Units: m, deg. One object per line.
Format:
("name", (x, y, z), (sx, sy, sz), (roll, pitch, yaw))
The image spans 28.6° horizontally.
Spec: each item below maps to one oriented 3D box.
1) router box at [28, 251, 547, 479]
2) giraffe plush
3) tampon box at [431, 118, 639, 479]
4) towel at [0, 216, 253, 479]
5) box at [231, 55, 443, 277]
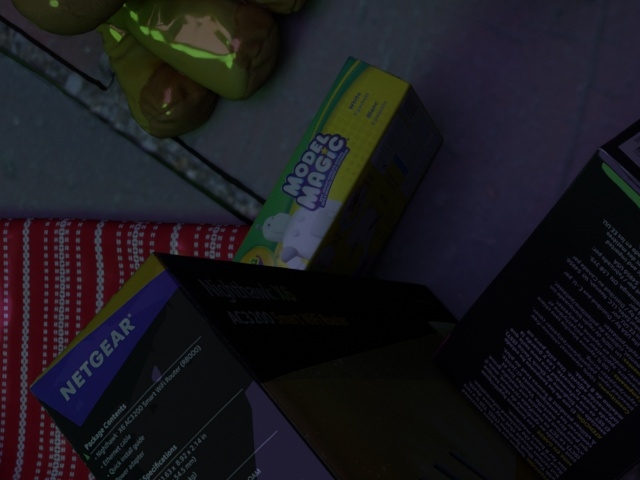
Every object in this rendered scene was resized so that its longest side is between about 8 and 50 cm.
("router box", (0.050, 0.125, 0.559), (0.081, 0.309, 0.243), (-47, 71, 14))
("giraffe plush", (-0.130, -0.173, 0.739), (0.210, 0.170, 0.181), (36, 103, 23))
("tampon box", (0.149, 0.021, 0.558), (0.101, 0.120, 0.161), (47, 140, 14))
("towel", (-0.129, 0.085, 0.802), (0.275, 0.031, 0.199), (2, 87, 26))
("box", (0.000, 0.000, 0.684), (0.043, 0.105, 0.179), (26, 85, 19))
